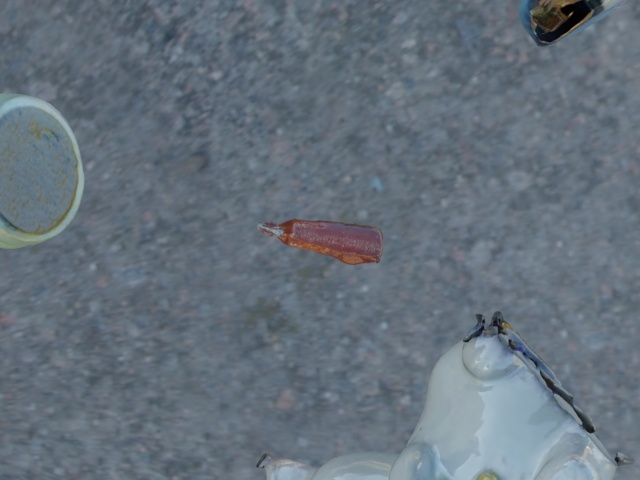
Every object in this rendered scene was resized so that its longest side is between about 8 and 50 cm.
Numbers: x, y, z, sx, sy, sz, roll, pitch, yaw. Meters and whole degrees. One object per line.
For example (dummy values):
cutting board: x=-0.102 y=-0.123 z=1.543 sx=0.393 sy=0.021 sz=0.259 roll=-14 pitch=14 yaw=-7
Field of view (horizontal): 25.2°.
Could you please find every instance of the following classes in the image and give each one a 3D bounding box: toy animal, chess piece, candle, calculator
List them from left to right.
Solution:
chess piece: x=-0.361 y=-0.056 z=1.334 sx=0.139 sy=0.271 sz=0.139 roll=8 pitch=80 yaw=-55
candle: x=0.000 y=0.000 z=1.775 sx=0.162 sy=0.048 sz=0.053 roll=9 pitch=118 yaw=-7
toy animal: x=0.083 y=0.215 z=1.168 sx=0.310 sy=0.247 sz=0.183 roll=-44 pitch=102 yaw=9
calculator: x=0.272 y=-0.235 z=1.092 sx=0.173 sy=0.293 sz=0.051 roll=-33 pitch=91 yaw=-49
